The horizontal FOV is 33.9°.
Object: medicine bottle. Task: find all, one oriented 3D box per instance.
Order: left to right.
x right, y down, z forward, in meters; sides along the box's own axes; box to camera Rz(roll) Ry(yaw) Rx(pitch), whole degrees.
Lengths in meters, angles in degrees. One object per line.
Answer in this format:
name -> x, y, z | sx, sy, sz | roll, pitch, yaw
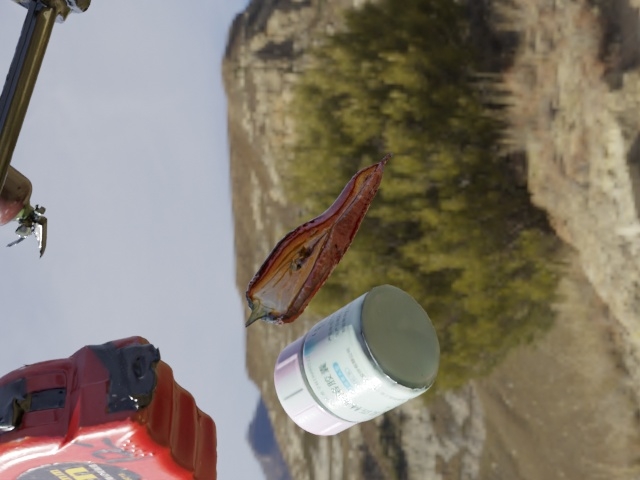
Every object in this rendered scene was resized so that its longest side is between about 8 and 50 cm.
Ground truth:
medicine bottle -> 0.041, 0.145, 1.238 | 0.168, 0.135, 0.135 | -34, 41, 41

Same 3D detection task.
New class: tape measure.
tape measure -> -0.244, 0.211, 1.118 | 0.253, 0.260, 0.114 | 63, -160, -51

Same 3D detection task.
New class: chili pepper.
chili pepper -> 0.000, 0.000, 0.770 | 0.178, 0.045, 0.027 | -54, -24, -21

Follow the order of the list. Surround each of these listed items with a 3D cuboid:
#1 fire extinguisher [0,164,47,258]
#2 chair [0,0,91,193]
fire extinguisher -> -0.405, -0.067, 1.224 | 0.099, 0.231, 0.071 | -39, 16, 39
chair -> -0.418, -0.121, 0.840 | 0.364, 0.362, 0.410 | 29, 87, 50
